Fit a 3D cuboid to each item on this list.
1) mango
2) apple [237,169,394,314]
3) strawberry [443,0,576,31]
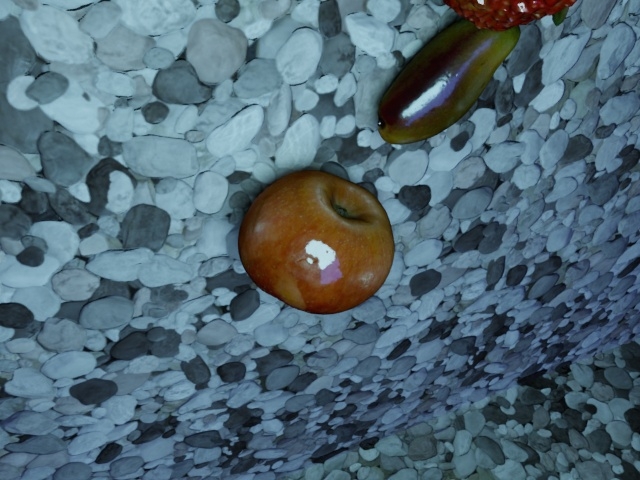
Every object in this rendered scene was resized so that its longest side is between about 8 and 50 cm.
[{"bbox_3d":[0.203,-0.259,0.837,0.267,0.111,0.133,-42,119,16],"label":"mango"},{"bbox_3d":[0.000,0.000,0.876,0.271,0.252,0.206,19,119,-24],"label":"apple"},{"bbox_3d":[0.205,-0.402,0.601,0.351,0.312,0.267,10,105,-11],"label":"strawberry"}]
